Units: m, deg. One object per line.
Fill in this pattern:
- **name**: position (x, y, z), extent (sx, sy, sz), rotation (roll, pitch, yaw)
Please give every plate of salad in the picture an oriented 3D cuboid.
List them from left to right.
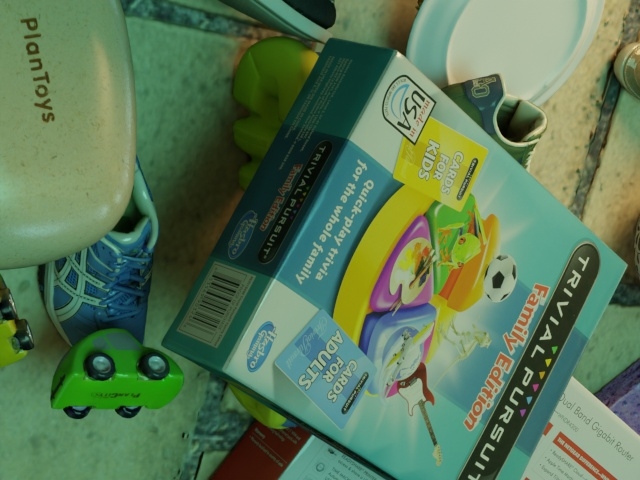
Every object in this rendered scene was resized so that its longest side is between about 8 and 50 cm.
- **plate of salad**: position (0.150, -0.179, 1.316), extent (0.199, 0.048, 0.200), rotation (-20, 133, -23)

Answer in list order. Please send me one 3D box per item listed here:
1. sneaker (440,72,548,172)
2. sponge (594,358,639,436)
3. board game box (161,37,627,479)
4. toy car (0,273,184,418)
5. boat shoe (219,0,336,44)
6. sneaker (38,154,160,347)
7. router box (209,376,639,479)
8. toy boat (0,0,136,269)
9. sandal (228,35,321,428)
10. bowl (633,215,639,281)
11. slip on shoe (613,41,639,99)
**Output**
- **sneaker**: position (0.154, -0.075, 1.320), extent (0.086, 0.064, 0.192), rotation (-26, 143, 21)
- **sponge**: position (0.297, 0.197, 1.581), extent (0.210, 0.031, 0.117), rotation (-35, 123, -16)
- **board game box**: position (0.072, 0.045, 1.208), extent (0.336, 0.079, 0.254), rotation (36, 78, -41)
- **toy car**: position (-0.208, 0.092, 1.146), extent (0.225, 0.053, 0.239), rotation (4, 142, -32)
- **boat shoe**: position (-0.085, -0.231, 1.109), extent (0.302, 0.114, 0.091), rotation (28, 87, -46)
- **sneaker**: position (-0.161, 0.011, 1.179), extent (0.080, 0.081, 0.211), rotation (-20, 121, -27)
- **router box**: position (0.101, 0.215, 1.408), extent (0.335, 0.082, 0.301), rotation (41, 85, -31)
- **toy boat**: position (-0.275, -0.108, 1.025), extent (0.318, 0.148, 0.268), rotation (-6, 89, -33)
- **sandal**: position (0.000, 0.000, 1.257), extent (0.138, 0.126, 0.317), rotation (-4, 112, -36)
- **bowl**: position (0.351, -0.003, 1.503), extent (0.170, 0.080, 0.170), rotation (-13, 116, -29)
- **slip on shoe**: position (0.321, -0.137, 1.454), extent (0.135, 0.041, 0.051), rotation (34, 89, -37)
